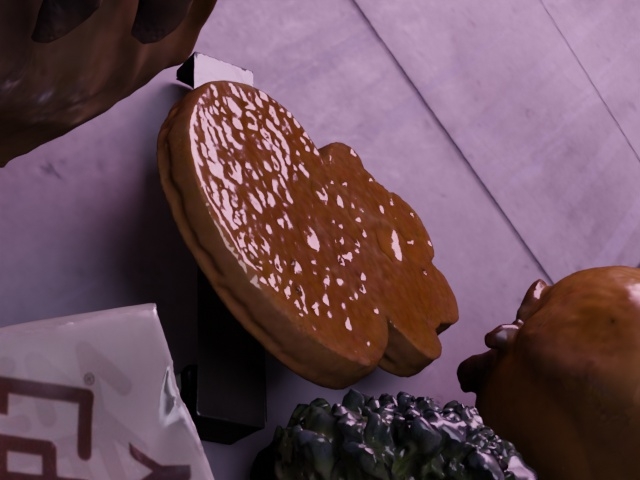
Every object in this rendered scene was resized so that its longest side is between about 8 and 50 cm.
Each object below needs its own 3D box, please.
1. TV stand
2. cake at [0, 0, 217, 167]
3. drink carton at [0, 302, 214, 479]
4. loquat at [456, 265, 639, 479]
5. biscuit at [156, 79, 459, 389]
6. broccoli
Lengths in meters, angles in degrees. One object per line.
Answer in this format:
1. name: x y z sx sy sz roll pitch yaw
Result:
1. TV stand: -0.068 -0.002 0.747 0.049 0.040 0.256 15 58 -32
2. cake: -0.181 -0.206 0.542 0.332 0.321 0.332 29 48 -40
3. drink carton: -0.124 0.207 0.527 0.194 0.132 0.324 -10 72 -43
4. loquat: 0.212 0.130 0.779 0.193 0.238 0.238 -43 96 -23
5. biscuit: -0.001 0.000 0.746 0.289 0.044 0.202 15 49 -60
6. broccoli: 0.042 0.237 0.657 0.165 0.145 0.304 12 72 -30
